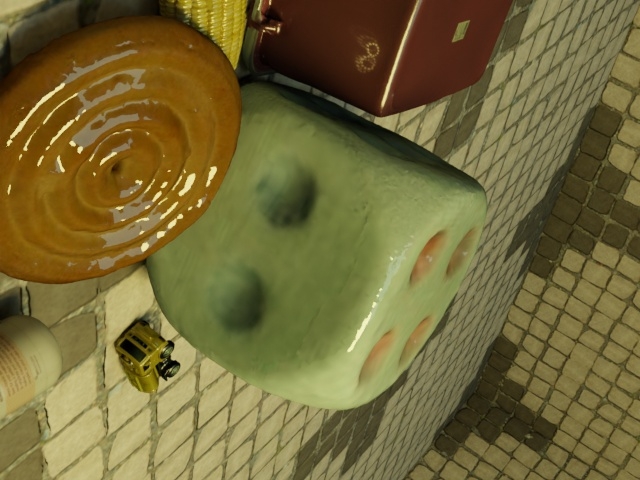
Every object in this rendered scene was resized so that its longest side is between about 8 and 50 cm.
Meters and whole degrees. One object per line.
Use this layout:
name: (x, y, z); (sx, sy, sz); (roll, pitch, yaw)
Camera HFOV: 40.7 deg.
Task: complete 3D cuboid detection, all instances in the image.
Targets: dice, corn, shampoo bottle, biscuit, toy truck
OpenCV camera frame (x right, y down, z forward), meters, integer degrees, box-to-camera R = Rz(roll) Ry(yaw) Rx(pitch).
dice: (0.000, 0.000, 0.916); (0.268, 0.264, 0.262); (-5, 123, -63)
corn: (-0.096, -0.200, 0.718); (0.165, 0.063, 0.085); (97, 18, -50)
shampoo bottle: (-0.301, 0.131, 0.699); (0.192, 0.074, 0.074); (-36, 149, -45)
biscuit: (-0.168, -0.061, 0.707); (0.262, 0.037, 0.262); (-33, 149, -23)
toy truck: (-0.195, 0.130, 0.964); (0.054, 0.049, 0.083); (-45, 156, -26)

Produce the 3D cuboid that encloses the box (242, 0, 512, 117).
box: (0.077, -0.246, 0.890); (0.294, 0.167, 0.193); (-29, 143, -51)
